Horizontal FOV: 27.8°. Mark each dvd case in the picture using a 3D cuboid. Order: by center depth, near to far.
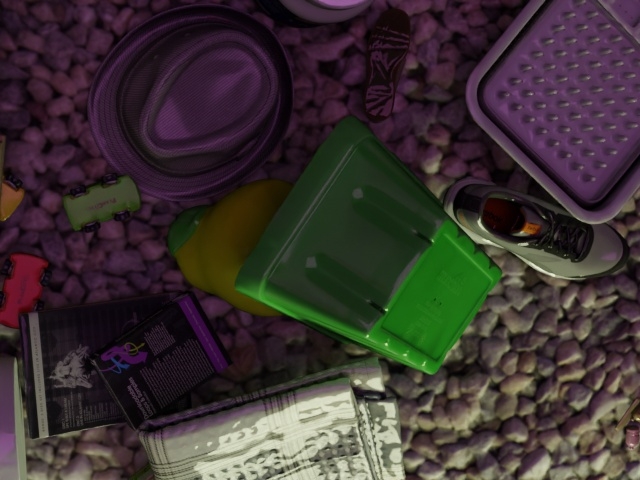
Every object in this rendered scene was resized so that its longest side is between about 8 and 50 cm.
[{"bbox_3d":[-0.278,0.160,1.686,0.221,0.018,0.164,-8,99,-28],"label":"dvd case"}]

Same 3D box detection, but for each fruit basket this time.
[{"bbox_3d":[0.000,0.000,1.627,0.392,0.392,0.283,34,90,-13],"label":"fruit basket"}]

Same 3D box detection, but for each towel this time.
[{"bbox_3d":[-0.045,0.305,1.684,0.324,0.056,0.312,-16,130,-4],"label":"towel"}]

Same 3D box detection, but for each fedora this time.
[{"bbox_3d":[-0.156,-0.175,1.643,0.275,0.124,0.243,-31,101,-6],"label":"fedora"}]

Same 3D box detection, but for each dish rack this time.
[{"bbox_3d":[0.364,-0.219,1.752,0.285,0.072,0.333,42,79,-14],"label":"dish rack"}]

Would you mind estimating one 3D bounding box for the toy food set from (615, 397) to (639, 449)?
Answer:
[{"bbox_3d":[0.482,0.279,1.885,0.122,0.019,0.078,36,89,-21],"label":"toy food set"}]

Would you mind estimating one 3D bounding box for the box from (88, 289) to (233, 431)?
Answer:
[{"bbox_3d":[-0.209,0.157,1.696,0.162,0.029,0.116,-35,109,-22],"label":"box"}]

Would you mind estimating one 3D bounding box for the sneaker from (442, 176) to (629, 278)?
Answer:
[{"bbox_3d":[0.302,-0.008,1.766,0.272,0.108,0.100,17,92,-14],"label":"sneaker"}]

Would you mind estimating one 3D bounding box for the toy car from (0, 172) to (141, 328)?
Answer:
[{"bbox_3d":[-0.340,-0.027,1.661,0.225,0.053,0.239,-20,101,-9],"label":"toy car"}]

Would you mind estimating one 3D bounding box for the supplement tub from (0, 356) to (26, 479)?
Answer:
[{"bbox_3d":[-0.531,0.254,1.563,0.331,0.241,0.241,-4,98,-11],"label":"supplement tub"}]

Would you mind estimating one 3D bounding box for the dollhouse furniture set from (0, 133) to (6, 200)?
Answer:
[{"bbox_3d":[-0.554,-0.019,1.519,0.304,0.198,0.286,8,101,2],"label":"dollhouse furniture set"}]

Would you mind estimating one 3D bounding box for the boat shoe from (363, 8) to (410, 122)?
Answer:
[{"bbox_3d":[0.087,-0.233,1.730,0.056,0.048,0.153,7,89,0],"label":"boat shoe"}]

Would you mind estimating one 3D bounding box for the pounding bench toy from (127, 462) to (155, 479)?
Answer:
[{"bbox_3d":[-0.215,0.338,1.717,0.052,0.083,0.065,-36,102,-5],"label":"pounding bench toy"}]

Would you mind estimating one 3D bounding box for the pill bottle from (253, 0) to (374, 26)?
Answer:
[{"bbox_3d":[-0.003,-0.340,1.580,0.153,0.265,0.153,-1,97,-11],"label":"pill bottle"}]
